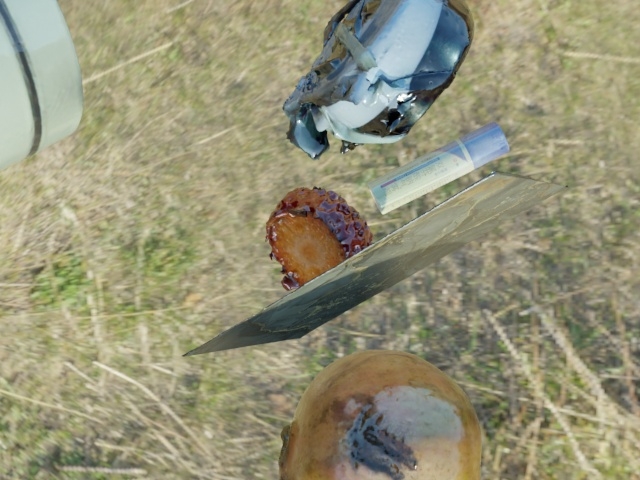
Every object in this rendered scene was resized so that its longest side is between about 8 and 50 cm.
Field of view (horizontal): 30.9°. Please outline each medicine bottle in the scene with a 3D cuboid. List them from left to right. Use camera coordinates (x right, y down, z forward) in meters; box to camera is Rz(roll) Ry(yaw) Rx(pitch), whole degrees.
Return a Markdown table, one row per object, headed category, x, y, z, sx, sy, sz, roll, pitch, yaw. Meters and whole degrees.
| category | x | y | z | sx | sy | sz | roll | pitch | yaw |
| --- | --- | --- | --- | --- | --- | --- | --- | --- | --- |
| medicine bottle | 0.191 | -0.118 | 1.872 | 0.231 | 0.059 | 0.059 | -27 | 96 | 0 |

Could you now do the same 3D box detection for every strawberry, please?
| category | x | y | z | sx | sy | sz | roll | pitch | yaw |
| --- | --- | --- | --- | --- | --- | --- | --- | --- | --- |
| strawberry | 0.000 | 0.000 | 1.418 | 0.145 | 0.145 | 0.086 | 50 | 44 | -11 |

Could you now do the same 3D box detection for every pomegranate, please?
| category | x | y | z | sx | sy | sz | roll | pitch | yaw |
| --- | --- | --- | --- | --- | --- | --- | --- | --- | --- |
| pomegranate | 0.080 | 0.309 | 1.599 | 0.322 | 0.322 | 0.322 | 1 | 86 | -21 |

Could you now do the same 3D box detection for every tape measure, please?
| category | x | y | z | sx | sy | sz | roll | pitch | yaw |
| --- | --- | --- | --- | --- | --- | --- | --- | --- | --- |
| tape measure | 0.030 | -0.086 | 0.548 | 0.054 | 0.094 | 0.091 | 35 | 66 | -19 |

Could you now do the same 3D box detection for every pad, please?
| category | x | y | z | sx | sy | sz | roll | pitch | yaw |
| --- | --- | --- | --- | --- | --- | --- | --- | --- | --- |
| pad | 0.062 | 0.028 | 1.168 | 0.247 | 0.367 | 0.007 | -1 | 62 | -63 |

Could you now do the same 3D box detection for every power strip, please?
| category | x | y | z | sx | sy | sz | roll | pitch | yaw |
| --- | --- | --- | --- | --- | --- | --- | --- | --- | --- |
| power strip | -0.444 | -0.237 | 1.414 | 0.161 | 0.357 | 0.357 | -33 | 98 | -29 |
